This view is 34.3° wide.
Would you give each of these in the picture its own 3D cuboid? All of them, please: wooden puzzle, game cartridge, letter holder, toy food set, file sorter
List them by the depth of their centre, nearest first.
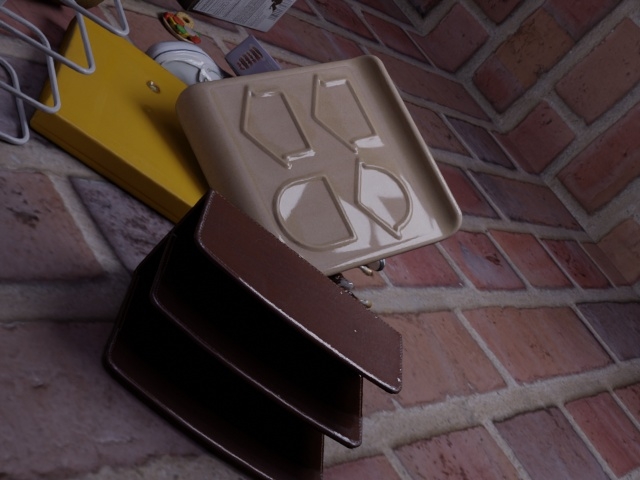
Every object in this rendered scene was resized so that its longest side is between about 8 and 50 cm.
[{"bbox_3d":[-0.066,0.126,1.161,0.302,0.152,0.214,38,25,-17],"label":"letter holder"},{"bbox_3d":[-0.342,-0.276,1.210,0.173,0.277,0.193,29,27,-43],"label":"file sorter"},{"bbox_3d":[-0.257,-0.168,1.470,0.285,0.052,0.324,35,27,-23],"label":"game cartridge"},{"bbox_3d":[-0.004,-0.100,1.504,0.347,0.080,0.322,-17,73,-31],"label":"wooden puzzle"},{"bbox_3d":[-0.251,-0.387,1.879,0.083,0.020,0.083,55,24,22],"label":"toy food set"}]

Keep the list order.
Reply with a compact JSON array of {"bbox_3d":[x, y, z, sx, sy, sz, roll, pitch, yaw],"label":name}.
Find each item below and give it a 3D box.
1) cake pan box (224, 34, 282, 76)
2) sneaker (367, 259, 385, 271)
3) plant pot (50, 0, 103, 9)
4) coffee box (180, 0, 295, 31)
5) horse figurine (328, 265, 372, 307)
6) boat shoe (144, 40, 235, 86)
[{"bbox_3d":[-0.034,-0.193,1.749,0.267,0.070,0.246,51,3,20],"label":"cake pan box"},{"bbox_3d":[0.062,0.013,1.730,0.109,0.040,0.043,46,38,10],"label":"sneaker"},{"bbox_3d":[-0.409,-0.456,1.505,0.254,0.237,0.237,41,18,-53],"label":"plant pot"},{"bbox_3d":[-0.196,-0.542,2.109,0.168,0.119,0.297,54,24,17],"label":"coffee box"},{"bbox_3d":[0.000,0.000,1.600,0.174,0.066,0.263,25,30,-50],"label":"horse figurine"},{"bbox_3d":[-0.188,-0.254,1.679,0.226,0.083,0.076,15,36,-52],"label":"boat shoe"}]
